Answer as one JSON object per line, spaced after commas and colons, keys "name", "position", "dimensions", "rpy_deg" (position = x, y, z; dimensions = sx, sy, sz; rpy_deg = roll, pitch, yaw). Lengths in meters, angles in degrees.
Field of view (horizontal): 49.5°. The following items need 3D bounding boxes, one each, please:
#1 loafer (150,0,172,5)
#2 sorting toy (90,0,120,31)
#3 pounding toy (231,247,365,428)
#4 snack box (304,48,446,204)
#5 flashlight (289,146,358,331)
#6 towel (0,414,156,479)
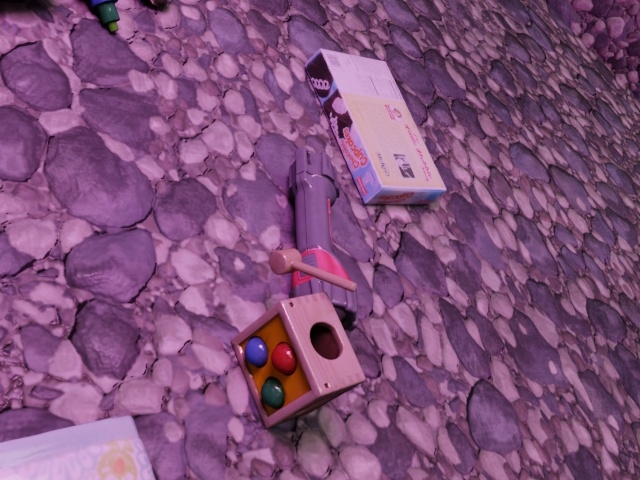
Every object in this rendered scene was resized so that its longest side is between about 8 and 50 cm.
{"name": "loafer", "position": [-0.345, -0.484, 1.145], "dimensions": [0.251, 0.087, 0.094], "rpy_deg": [48, 13, -18]}
{"name": "sorting toy", "position": [-0.403, -0.317, 0.955], "dimensions": [0.365, 0.127, 0.126], "rpy_deg": [-36, 111, -56]}
{"name": "pounding toy", "position": [-0.036, 0.107, 0.887], "dimensions": [0.094, 0.181, 0.206], "rpy_deg": [-8, 66, -44]}
{"name": "snack box", "position": [0.107, -0.219, 1.347], "dimensions": [0.187, 0.060, 0.321], "rpy_deg": [-2, 62, -42]}
{"name": "flashlight", "position": [0.000, 0.000, 1.070], "dimensions": [0.103, 0.103, 0.304], "rpy_deg": [12, 47, -17]}
{"name": "towel", "position": [-0.284, 0.337, 0.576], "dimensions": [0.375, 0.090, 0.320], "rpy_deg": [-4, 67, -43]}
